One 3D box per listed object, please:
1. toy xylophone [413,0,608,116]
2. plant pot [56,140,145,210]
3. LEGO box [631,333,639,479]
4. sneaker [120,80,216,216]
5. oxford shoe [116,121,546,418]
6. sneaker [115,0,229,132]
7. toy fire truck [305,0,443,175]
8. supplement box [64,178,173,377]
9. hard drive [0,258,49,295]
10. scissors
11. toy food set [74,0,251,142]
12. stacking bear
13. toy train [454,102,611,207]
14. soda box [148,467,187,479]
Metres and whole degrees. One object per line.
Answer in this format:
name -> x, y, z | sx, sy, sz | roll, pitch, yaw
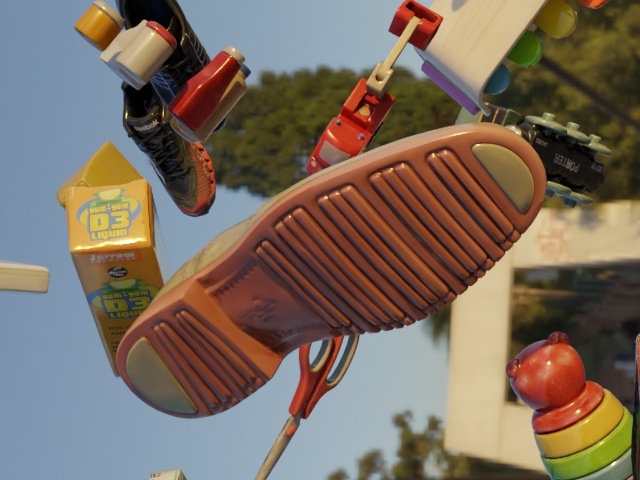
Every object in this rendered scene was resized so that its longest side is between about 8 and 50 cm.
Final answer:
toy xylophone -> 0.214, -0.320, 1.375 | 0.236, 0.322, 0.081 | 54, -155, 20
plant pot -> -0.270, -0.057, 1.427 | 0.081, 0.081, 0.083 | 48, -157, -8
LEGO box -> 0.523, 0.268, 0.964 | 0.372, 0.500, 0.193 | -78, -18, -48
sneaker -> -0.256, -0.163, 1.935 | 0.135, 0.098, 0.276 | -32, -76, -70
oxford shoe -> 0.000, 0.000, 0.939 | 0.140, 0.397, 0.146 | 52, -150, -20
sneaker -> -0.175, -0.214, 1.385 | 0.232, 0.081, 0.090 | 60, -176, -29
toy fire truck -> 0.057, -0.156, 1.241 | 0.192, 0.047, 0.135 | -57, -3, -42
supplement box -> -0.181, 0.041, 1.117 | 0.233, 0.078, 0.080 | 86, 177, -54
hard drive -> -0.612, 0.037, 1.725 | 0.353, 0.233, 0.047 | 8, -91, -46
scissors -> -0.026, 0.241, 1.583 | 0.109, 0.021, 0.297 | 14, -82, -52
toy food set -> -0.149, -0.191, 1.260 | 0.104, 0.111, 0.232 | -51, -39, -6
stacking bear -> 0.384, 0.276, 1.750 | 0.289, 0.175, 0.164 | 58, -179, -7
toy train -> 0.383, -0.158, 2.116 | 0.334, 0.190, 0.142 | 14, -82, -50
soda box -> -0.238, 0.476, 2.037 | 0.063, 0.058, 0.183 | -84, -22, -49
